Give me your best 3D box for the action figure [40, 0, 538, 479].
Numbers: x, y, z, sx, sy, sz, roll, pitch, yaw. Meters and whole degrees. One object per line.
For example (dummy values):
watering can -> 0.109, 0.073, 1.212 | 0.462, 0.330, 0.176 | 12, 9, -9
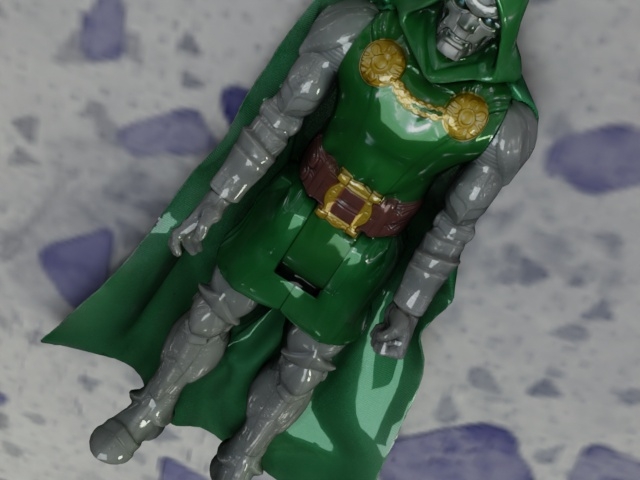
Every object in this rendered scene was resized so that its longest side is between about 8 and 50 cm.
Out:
action figure -> 0.000, 0.000, 0.446 | 0.137, 0.063, 0.232 | 30, 124, -3
